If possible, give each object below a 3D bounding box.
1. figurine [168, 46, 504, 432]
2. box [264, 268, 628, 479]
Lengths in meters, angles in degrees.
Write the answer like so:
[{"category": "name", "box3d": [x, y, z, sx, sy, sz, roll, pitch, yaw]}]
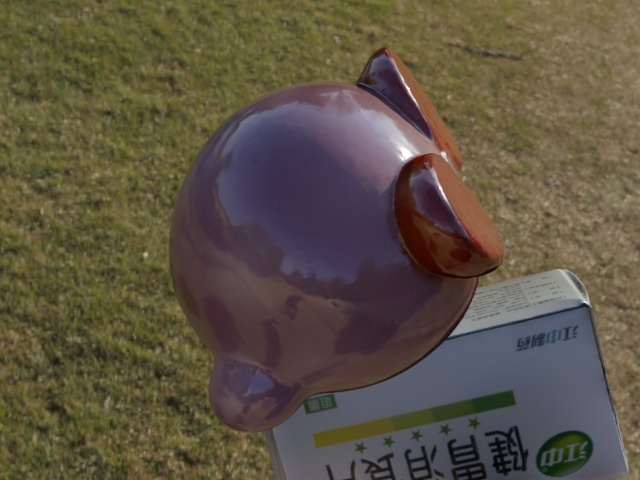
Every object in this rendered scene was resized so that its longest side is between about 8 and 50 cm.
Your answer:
[{"category": "figurine", "box3d": [0.000, 0.000, 0.440, 0.173, 0.173, 0.173, 8, 44, -7]}, {"category": "box", "box3d": [0.109, 0.159, 0.808, 0.332, 0.173, 0.145, -14, 9, 8]}]
